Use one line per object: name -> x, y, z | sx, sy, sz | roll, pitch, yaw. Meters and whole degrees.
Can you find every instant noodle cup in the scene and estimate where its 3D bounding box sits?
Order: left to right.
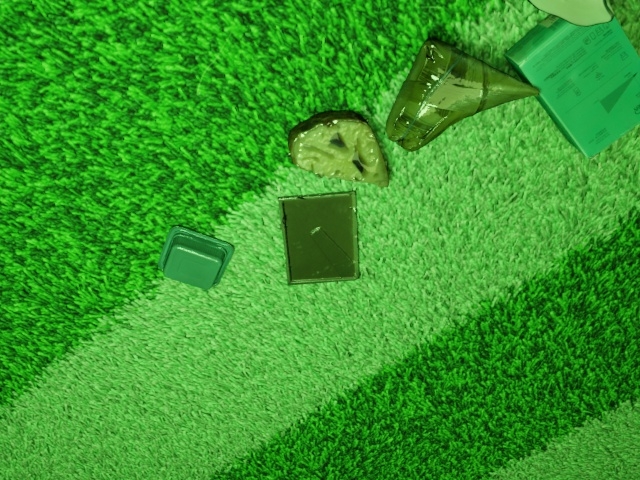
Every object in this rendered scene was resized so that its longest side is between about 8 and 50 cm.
instant noodle cup -> -0.337, 0.058, 1.459 | 0.179, 0.070, 0.157 | 20, 120, -15

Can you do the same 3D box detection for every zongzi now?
zongzi -> 0.304, -0.283, 1.220 | 0.274, 0.125, 0.250 | 25, 120, 1

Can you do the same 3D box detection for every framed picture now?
framed picture -> 0.000, 0.000, 1.466 | 0.209, 0.019, 0.281 | -3, 122, -1

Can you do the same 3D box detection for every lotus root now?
lotus root -> 0.052, -0.223, 1.303 | 0.261, 0.074, 0.170 | 7, 118, -7

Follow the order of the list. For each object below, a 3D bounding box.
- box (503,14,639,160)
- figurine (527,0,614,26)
box -> 0.585, -0.362, 1.214 | 0.205, 0.118, 0.311 | -40, 115, 22
figurine -> 0.532, -0.588, 0.988 | 0.231, 0.324, 0.340 | 26, 101, -41
